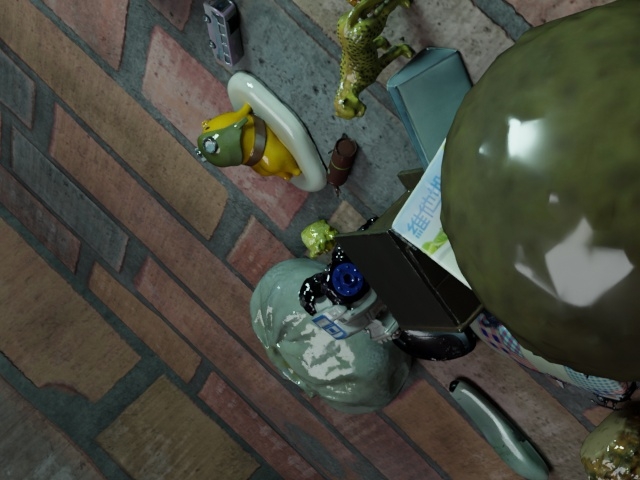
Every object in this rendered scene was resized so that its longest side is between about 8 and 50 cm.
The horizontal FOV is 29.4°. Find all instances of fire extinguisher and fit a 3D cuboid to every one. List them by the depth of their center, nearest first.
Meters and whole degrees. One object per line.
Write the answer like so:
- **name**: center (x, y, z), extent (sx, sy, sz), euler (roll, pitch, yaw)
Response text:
- **fire extinguisher**: center (0.030, -0.123, 2.005), extent (0.132, 0.039, 0.056), euler (108, 147, -64)

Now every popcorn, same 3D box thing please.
- **popcorn**: center (-0.002, 0.001, 2.215), extent (0.068, 0.083, 0.060), euler (5, 130, 6)

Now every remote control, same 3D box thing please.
- **remote control**: center (0.331, 0.360, 2.289), extent (0.256, 0.045, 0.097), euler (48, 156, 1)

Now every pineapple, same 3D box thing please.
- **pineapple**: center (0.547, 0.401, 1.879), extent (0.310, 0.141, 0.170), euler (42, -167, -2)

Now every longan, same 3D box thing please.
- **longan**: center (0.317, -0.052, 1.228), extent (0.391, 0.391, 0.391), euler (36, 155, 20)

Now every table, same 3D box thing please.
- **table**: center (0.167, 0.012, 1.842), extent (0.193, 0.169, 0.172), euler (54, 155, -16)

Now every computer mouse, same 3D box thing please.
- **computer mouse**: center (0.163, 0.142, 2.146), extent (0.233, 0.096, 0.137), euler (28, 151, 31)

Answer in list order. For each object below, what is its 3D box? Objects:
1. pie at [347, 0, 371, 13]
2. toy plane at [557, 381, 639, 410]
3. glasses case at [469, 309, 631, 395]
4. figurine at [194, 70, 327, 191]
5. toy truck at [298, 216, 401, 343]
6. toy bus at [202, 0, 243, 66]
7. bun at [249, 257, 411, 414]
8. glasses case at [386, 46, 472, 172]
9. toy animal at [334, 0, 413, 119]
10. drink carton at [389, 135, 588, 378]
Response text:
- **pie**: center (0.008, -0.384, 1.633), extent (0.088, 0.033, 0.191), euler (28, 151, 46)
- **toy plane**: center (0.414, 0.206, 1.854), extent (0.078, 0.053, 0.197), euler (53, 160, -25)
- **glasses case**: center (0.330, 0.152, 1.818), extent (0.125, 0.076, 0.327), euler (41, 169, -29)
- **figurine**: center (-0.111, -0.146, 2.071), extent (0.250, 0.141, 0.166), euler (49, 154, -10)
- **toy truck**: center (0.085, 0.078, 2.029), extent (0.177, 0.213, 0.161), euler (43, 158, -6)
- **toy bus**: center (-0.155, -0.337, 1.963), extent (0.052, 0.037, 0.131), euler (32, 154, 22)
- **bun**: center (0.014, 0.198, 2.356), extent (0.354, 0.194, 0.354), euler (37, 157, 19)
- **glasses case**: center (0.181, -0.137, 1.693), extent (0.266, 0.105, 0.056), euler (62, 177, -32)
- **toy animal**: center (0.059, -0.262, 1.615), extent (0.073, 0.136, 0.181), euler (35, 154, 22)
- **drink carton**: center (0.282, -0.006, 1.579), extent (0.324, 0.132, 0.194), euler (38, 114, 15)
